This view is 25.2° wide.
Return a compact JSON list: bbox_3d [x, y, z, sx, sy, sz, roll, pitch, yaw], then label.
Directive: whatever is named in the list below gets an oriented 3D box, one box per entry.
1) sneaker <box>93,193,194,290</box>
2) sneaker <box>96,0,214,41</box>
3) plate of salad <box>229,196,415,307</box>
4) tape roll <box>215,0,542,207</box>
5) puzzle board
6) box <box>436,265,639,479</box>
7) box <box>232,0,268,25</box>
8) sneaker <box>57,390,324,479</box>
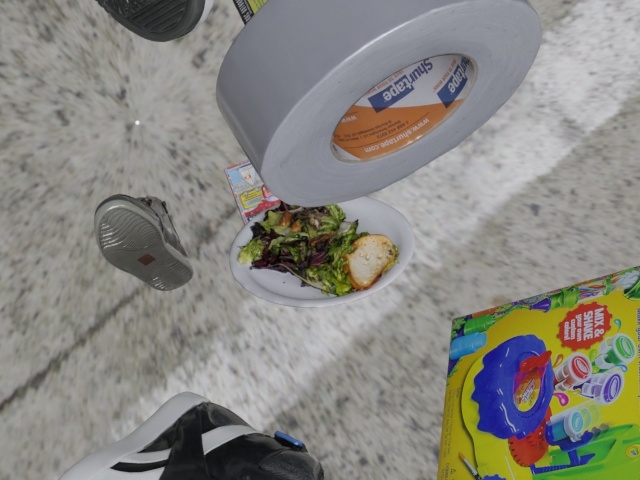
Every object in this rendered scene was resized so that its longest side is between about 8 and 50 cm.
[{"bbox_3d":[-0.248,-0.024,1.878,0.083,0.222,0.118,-27,59,4],"label":"sneaker"},{"bbox_3d":[-0.127,-0.284,0.999,0.123,0.178,0.296,-29,90,38],"label":"sneaker"},{"bbox_3d":[0.000,0.000,1.518,0.199,0.200,0.048,-13,127,-6],"label":"plate of salad"},{"bbox_3d":[0.041,-0.116,0.979,0.219,0.219,0.072,-29,67,-4],"label":"tape roll"},{"bbox_3d":[-0.061,-0.069,1.887,0.128,0.011,0.096,-24,97,-38],"label":"puzzle board"},{"bbox_3d":[0.278,0.203,1.400,0.279,0.290,0.177,-19,131,28],"label":"box"},{"bbox_3d":[0.034,-0.243,1.166,0.232,0.087,0.058,-40,138,14],"label":"box"},{"bbox_3d":[-0.064,0.151,0.735,0.121,0.217,0.079,18,117,16],"label":"sneaker"}]
